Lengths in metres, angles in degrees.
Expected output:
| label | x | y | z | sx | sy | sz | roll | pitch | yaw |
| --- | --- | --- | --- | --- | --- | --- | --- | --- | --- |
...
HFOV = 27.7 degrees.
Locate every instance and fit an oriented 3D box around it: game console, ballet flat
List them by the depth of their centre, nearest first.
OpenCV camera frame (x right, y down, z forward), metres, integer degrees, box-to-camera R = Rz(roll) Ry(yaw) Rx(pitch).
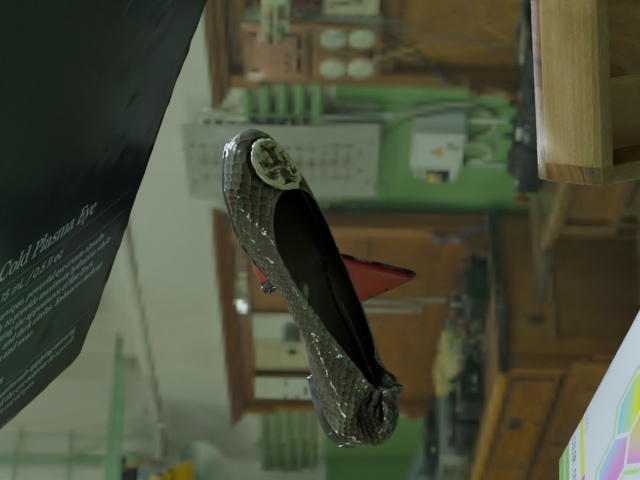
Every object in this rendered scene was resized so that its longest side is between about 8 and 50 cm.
| label | x | y | z | sx | sy | sz | roll | pitch | yaw |
| --- | --- | --- | --- | --- | --- | --- | --- | --- | --- |
| ballet flat | -0.001 | 0.031 | 0.944 | 0.058 | 0.084 | 0.250 | -25 | 84 | 44 |
| game console | 0.000 | 0.000 | 1.125 | 0.144 | 0.085 | 0.124 | -31 | 79 | 64 |

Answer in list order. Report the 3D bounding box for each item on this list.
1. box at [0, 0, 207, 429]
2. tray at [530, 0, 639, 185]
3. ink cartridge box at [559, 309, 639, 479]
| label | x | y | z | sx | sy | sz | roll | pitch | yaw |
| --- | --- | --- | --- | --- | --- | --- | --- | --- | --- |
| box | -0.202 | -0.043 | 0.526 | 0.312 | 0.179 | 0.343 | -65 | -7 | 25 |
| tray | 0.343 | -0.177 | 1.065 | 0.076 | 0.411 | 0.203 | 10 | 108 | 53 |
| ink cartridge box | 0.209 | 0.077 | 0.624 | 0.189 | 0.097 | 0.255 | -69 | 0 | -64 |
